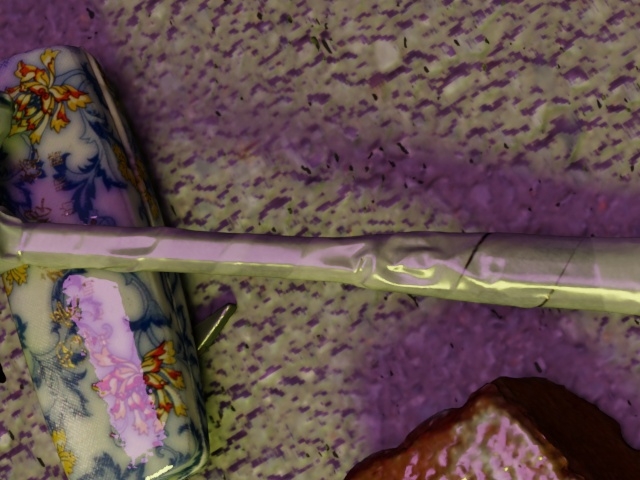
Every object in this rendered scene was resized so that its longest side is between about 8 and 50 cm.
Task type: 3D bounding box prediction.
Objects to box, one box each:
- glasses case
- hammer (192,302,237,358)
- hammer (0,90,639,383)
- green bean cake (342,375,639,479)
[{"bbox_3d":[-0.124,0.016,1.002,0.087,0.065,0.248,-21,77,11],"label":"glasses case"},{"bbox_3d":[-0.125,-0.011,1.048,0.062,0.013,0.199,-44,73,12],"label":"hammer"},{"bbox_3d":[0.000,0.000,0.934,0.427,0.044,0.152,1,81,6],"label":"hammer"},{"bbox_3d":[0.129,0.175,0.891,0.198,0.097,0.233,-36,74,15],"label":"green bean cake"}]
